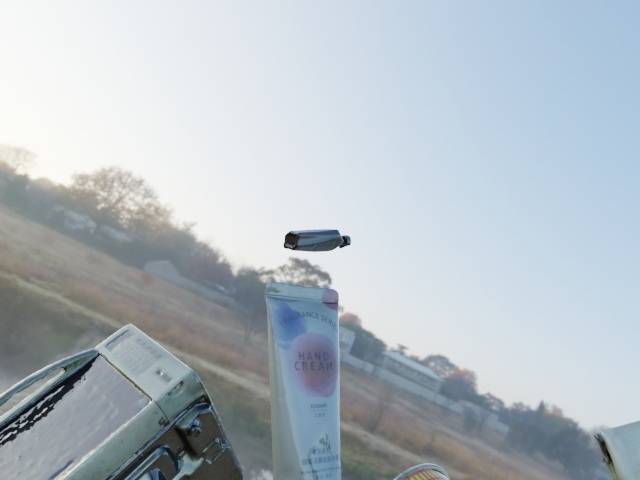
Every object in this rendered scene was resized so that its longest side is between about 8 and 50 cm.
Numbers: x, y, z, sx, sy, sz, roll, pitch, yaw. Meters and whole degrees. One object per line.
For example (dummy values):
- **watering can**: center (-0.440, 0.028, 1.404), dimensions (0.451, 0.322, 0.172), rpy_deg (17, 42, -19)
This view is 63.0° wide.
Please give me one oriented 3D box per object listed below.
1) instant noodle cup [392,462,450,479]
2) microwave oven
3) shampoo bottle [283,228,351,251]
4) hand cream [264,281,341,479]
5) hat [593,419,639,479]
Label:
- **instant noodle cup**: center (0.183, 0.441, 0.691), dimensions (0.193, 0.193, 0.212), rpy_deg (34, -7, -36)
- **microwave oven**: center (-0.354, 0.385, 0.821), dimensions (0.247, 0.394, 0.333), rpy_deg (25, -39, 36)
- **shampoo bottle**: center (0.000, 0.000, 0.773), dimensions (0.048, 0.027, 0.137), rpy_deg (-39, -22, 31)
- **hand cream**: center (-0.016, 0.225, 0.672), dimensions (0.124, 0.340, 0.078), rpy_deg (10, -19, -36)
- **hat**: center (0.370, 0.330, 0.493), dimensions (0.168, 0.301, 0.258), rpy_deg (-8, -45, 30)
